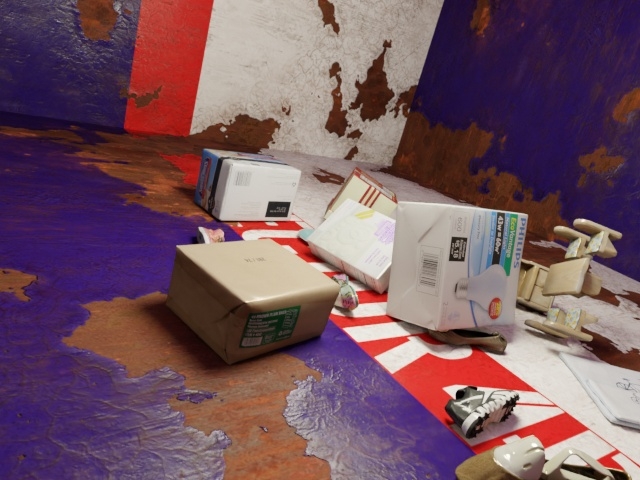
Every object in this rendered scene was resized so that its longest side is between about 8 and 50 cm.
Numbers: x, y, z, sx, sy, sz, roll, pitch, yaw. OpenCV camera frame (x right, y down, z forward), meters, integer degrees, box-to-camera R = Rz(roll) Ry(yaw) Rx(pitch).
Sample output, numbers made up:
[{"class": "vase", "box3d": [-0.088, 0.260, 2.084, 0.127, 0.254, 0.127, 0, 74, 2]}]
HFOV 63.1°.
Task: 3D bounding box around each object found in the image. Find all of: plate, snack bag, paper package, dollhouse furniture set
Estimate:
[{"class": "plate", "box3d": [0.000, 0.000, 2.050, 0.188, 0.024, 0.188, 14, 18, -5]}, {"class": "snack bag", "box3d": [0.903, 0.442, 1.498, 0.322, 0.037, 0.343, 14, 18, -3]}, {"class": "paper package", "box3d": [-0.170, 0.131, 1.312, 0.309, 0.168, 0.324, 30, 22, 37]}, {"class": "dollhouse furniture set", "box3d": [0.766, 0.125, 1.803, 0.256, 0.363, 0.394, 21, -9, 0]}]

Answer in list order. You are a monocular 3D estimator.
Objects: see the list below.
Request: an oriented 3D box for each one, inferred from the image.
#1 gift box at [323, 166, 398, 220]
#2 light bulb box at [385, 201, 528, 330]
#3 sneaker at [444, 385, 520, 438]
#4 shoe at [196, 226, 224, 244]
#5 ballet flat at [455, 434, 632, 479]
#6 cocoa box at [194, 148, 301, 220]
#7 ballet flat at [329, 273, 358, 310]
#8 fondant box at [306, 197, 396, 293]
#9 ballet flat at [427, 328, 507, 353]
[{"class": "gift box", "box3d": [0.176, -0.119, 2.192, 0.276, 0.258, 0.255, 36, 17, -1]}, {"class": "light bulb box", "box3d": [0.418, 0.072, 1.598, 0.360, 0.359, 0.225, 2, 6, -35]}, {"class": "sneaker", "box3d": [0.370, 0.371, 1.199, 0.234, 0.078, 0.106, -5, 30, -42]}, {"class": "shoe", "box3d": [-0.351, 0.000, 1.699, 0.081, 0.064, 0.178, 2, 18, -22]}, {"class": "ballet flat", "box3d": [0.430, 0.439, 0.981, 0.342, 0.124, 0.116, 15, 18, -2]}, {"class": "cocoa box", "box3d": [-0.296, -0.221, 2.114, 0.346, 0.232, 0.228, -1, 24, -43]}, {"class": "ballet flat", "box3d": [0.061, 0.159, 1.589, 0.079, 0.077, 0.221, -5, 16, -5]}, {"class": "fondant box", "box3d": [0.152, 0.010, 1.837, 0.330, 0.096, 0.238, 30, 64, 34]}, {"class": "ballet flat", "box3d": [0.440, 0.281, 1.544, 0.249, 0.058, 0.084, 13, 18, -8]}]
